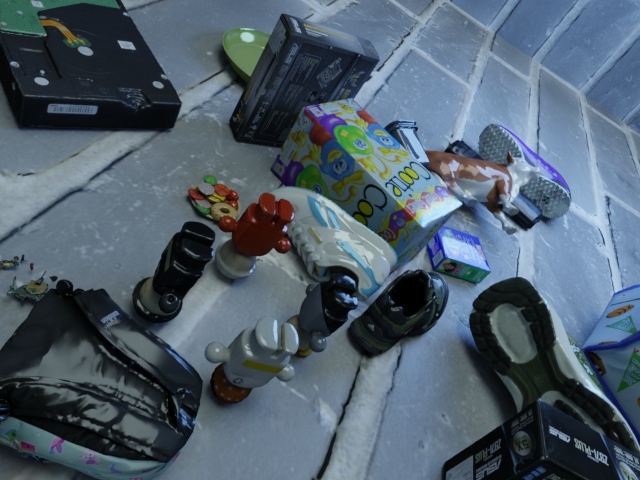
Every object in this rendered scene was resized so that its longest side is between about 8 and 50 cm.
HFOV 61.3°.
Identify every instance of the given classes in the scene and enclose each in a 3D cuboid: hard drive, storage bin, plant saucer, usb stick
[{"bbox_3d":[-0.398,-0.310,0.864,0.237,0.064,0.339,-10,57,-42],"label":"hard drive"},{"bbox_3d":[0.149,-0.158,1.064,0.098,0.135,0.091,-9,67,-42],"label":"storage bin"},{"bbox_3d":[-0.103,-0.372,1.166,0.241,0.037,0.241,20,40,-18],"label":"plant saucer"},{"bbox_3d":[0.415,-0.137,1.298,0.278,0.045,0.077,46,48,12],"label":"usb stick"}]

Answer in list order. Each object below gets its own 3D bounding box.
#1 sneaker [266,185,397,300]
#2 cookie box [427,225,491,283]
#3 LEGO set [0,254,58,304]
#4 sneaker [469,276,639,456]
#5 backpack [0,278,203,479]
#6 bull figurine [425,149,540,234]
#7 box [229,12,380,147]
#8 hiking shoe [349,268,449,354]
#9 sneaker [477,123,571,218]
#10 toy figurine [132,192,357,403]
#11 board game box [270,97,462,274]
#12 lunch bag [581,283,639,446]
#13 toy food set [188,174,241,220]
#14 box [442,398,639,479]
[{"bbox_3d":[0.000,0.000,0.817,0.228,0.087,0.092,32,61,11],"label":"sneaker"},{"bbox_3d":[0.257,0.024,1.016,0.107,0.040,0.092,17,41,-21],"label":"cookie box"},{"bbox_3d":[-0.317,0.049,0.590,0.054,0.023,0.083,-3,39,-41],"label":"LEGO set"},{"bbox_3d":[0.377,0.251,0.807,0.182,0.158,0.410,25,41,-41],"label":"sneaker"},{"bbox_3d":[-0.202,0.143,0.498,0.182,0.115,0.152,29,50,-10],"label":"backpack"},{"bbox_3d":[0.340,-0.117,1.159,0.310,0.101,0.188,4,47,-15],"label":"bull figurine"},{"bbox_3d":[-0.032,-0.263,0.948,0.183,0.231,0.056,1,53,-35],"label":"box"},{"bbox_3d":[0.146,0.090,0.808,0.086,0.114,0.227,48,40,15],"label":"hiking shoe"},{"bbox_3d":[0.531,-0.183,1.397,0.293,0.102,0.146,51,37,12],"label":"sneaker"},{"bbox_3d":[-0.086,0.070,0.644,0.209,0.148,0.213,49,38,7],"label":"toy figurine"},{"bbox_3d":[0.073,-0.092,0.919,0.275,0.144,0.142,47,40,15],"label":"board game box"},{"bbox_3d":[0.676,0.267,0.931,0.328,0.239,0.385,-21,80,-47],"label":"lunch bag"},{"bbox_3d":[-0.158,-0.062,0.816,0.082,0.020,0.083,28,39,-10],"label":"toy food set"},{"bbox_3d":[0.253,0.288,0.627,0.147,0.180,0.077,31,37,-7],"label":"box"}]
